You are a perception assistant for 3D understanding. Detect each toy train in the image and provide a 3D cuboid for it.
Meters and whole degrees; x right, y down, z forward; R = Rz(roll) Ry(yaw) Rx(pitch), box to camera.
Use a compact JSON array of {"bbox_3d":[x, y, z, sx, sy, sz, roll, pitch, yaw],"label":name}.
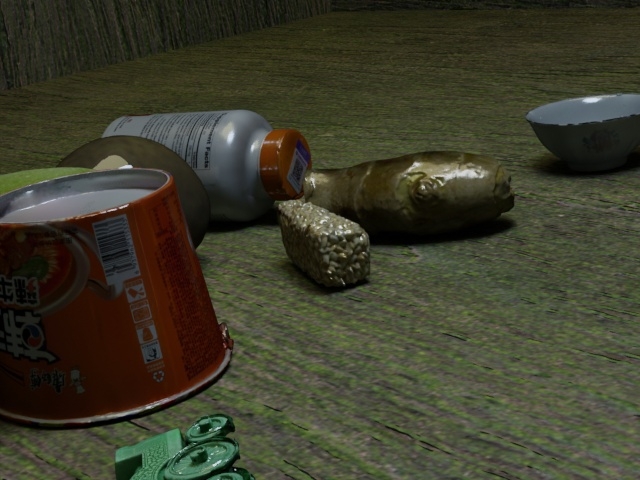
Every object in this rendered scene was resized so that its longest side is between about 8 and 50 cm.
[{"bbox_3d":[-0.099,0.188,0.940,0.105,0.071,0.178,-18,15,-4],"label":"toy train"}]

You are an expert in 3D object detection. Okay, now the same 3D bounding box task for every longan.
[{"bbox_3d":[-0.244,-0.041,1.598,0.212,0.198,0.198,-10,16,-8],"label":"longan"}]

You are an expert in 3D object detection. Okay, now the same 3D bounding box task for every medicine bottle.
[{"bbox_3d":[-0.160,-0.103,1.811,0.289,0.157,0.157,0,18,27],"label":"medicine bottle"}]

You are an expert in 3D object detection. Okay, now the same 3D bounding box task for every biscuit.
[{"bbox_3d":[0.000,0.000,1.509,0.070,0.082,0.168,-12,16,-19],"label":"biscuit"}]

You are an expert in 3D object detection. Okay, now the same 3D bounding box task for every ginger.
[{"bbox_3d":[0.111,-0.058,1.612,0.263,0.109,0.116,-2,44,22],"label":"ginger"}]

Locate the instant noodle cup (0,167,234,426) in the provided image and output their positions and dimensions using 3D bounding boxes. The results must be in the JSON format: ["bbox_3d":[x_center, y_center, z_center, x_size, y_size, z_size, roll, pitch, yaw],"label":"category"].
[{"bbox_3d":[-0.221,0.045,1.268,0.250,0.192,0.250,-8,17,2],"label":"instant noodle cup"}]

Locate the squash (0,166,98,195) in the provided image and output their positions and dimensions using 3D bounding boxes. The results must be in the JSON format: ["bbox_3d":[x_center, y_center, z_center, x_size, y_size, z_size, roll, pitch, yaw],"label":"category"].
[{"bbox_3d":[-0.340,0.014,1.448,0.189,0.189,0.260,4,23,36],"label":"squash"}]

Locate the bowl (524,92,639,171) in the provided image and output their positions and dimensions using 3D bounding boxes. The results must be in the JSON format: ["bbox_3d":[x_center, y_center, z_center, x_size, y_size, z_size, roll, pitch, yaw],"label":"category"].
[{"bbox_3d":[0.386,-0.146,1.812,0.189,0.086,0.189,-9,15,2],"label":"bowl"}]
